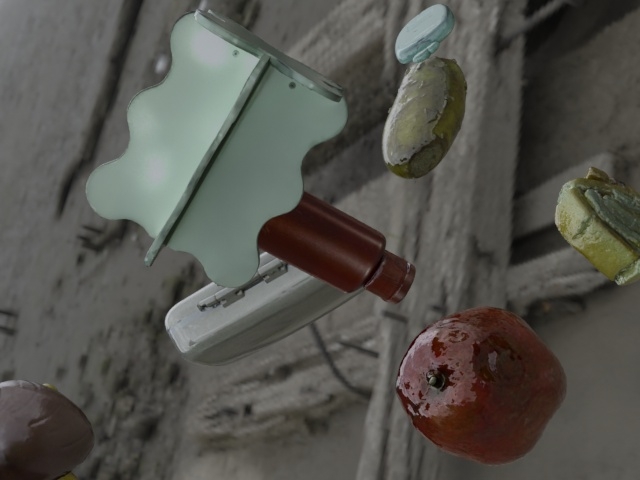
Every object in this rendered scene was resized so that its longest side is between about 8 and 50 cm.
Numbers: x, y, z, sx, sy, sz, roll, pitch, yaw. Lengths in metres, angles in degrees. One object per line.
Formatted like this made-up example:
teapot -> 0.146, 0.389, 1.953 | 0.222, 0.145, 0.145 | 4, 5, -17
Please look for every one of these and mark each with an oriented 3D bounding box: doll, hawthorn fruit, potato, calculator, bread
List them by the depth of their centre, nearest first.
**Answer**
doll -> -0.283, 0.200, 1.137 | 0.096, 0.145, 0.188 | -74, -7, -50
bread -> 0.361, -0.019, 1.501 | 0.064, 0.156, 0.117 | -51, 5, 47
hawthorn fruit -> 0.205, 0.191, 1.654 | 0.224, 0.261, 0.224 | -13, 69, 36
calculator -> 0.144, -0.286, 1.686 | 0.095, 0.021, 0.153 | -33, 21, 20
potato -> 0.179, -0.206, 2.080 | 0.149, 0.113, 0.251 | -16, 51, 44

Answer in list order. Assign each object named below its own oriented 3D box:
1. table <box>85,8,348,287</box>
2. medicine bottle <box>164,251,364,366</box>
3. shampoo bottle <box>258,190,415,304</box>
table -> -0.089, -0.074, 1.025 | 0.198, 0.166, 0.166 | -59, 28, 11
medicine bottle -> -0.078, 0.098, 2.151 | 0.375, 0.282, 0.123 | -31, 76, 9
shampoo bottle -> 0.000, 0.000, 1.576 | 0.102, 0.260, 0.064 | -53, 17, 28
